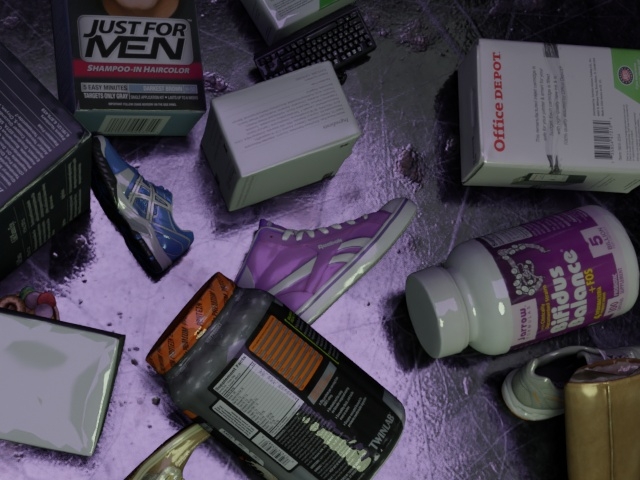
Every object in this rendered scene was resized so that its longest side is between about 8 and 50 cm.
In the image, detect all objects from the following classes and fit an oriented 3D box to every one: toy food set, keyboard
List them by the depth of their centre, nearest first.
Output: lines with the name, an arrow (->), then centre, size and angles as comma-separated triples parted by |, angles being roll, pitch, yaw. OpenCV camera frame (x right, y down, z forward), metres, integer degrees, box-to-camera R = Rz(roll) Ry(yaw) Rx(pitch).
toy food set -> -0.398, 0.105, 1.604 | 0.083, 0.020, 0.083 | -22, 81, -15
keyboard -> -0.001, -0.267, 1.750 | 0.180, 0.023, 0.108 | -29, 104, -12

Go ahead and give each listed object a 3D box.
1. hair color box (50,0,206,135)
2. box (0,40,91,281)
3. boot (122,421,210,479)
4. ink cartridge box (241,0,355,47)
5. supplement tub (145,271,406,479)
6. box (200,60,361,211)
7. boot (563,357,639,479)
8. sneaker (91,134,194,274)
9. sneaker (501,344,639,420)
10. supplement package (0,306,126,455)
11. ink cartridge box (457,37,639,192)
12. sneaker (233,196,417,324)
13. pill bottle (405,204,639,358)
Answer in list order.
hair color box -> -0.282, -0.341, 1.670 | 0.185, 0.113, 0.374 | -2, 76, -23
box -> -0.459, -0.046, 1.461 | 0.179, 0.343, 0.312 | 45, 73, 1
boot -> -0.185, 0.358, 1.552 | 0.165, 0.077, 0.213 | 45, 78, 3
ink cartridge box -> -0.060, -0.417, 1.757 | 0.153, 0.087, 0.208 | -29, 84, -15
supplement tub -> -0.061, 0.196, 1.536 | 0.316, 0.193, 0.193 | 41, 73, -6
box -> -0.060, -0.143, 1.641 | 0.182, 0.181, 0.119 | -21, 80, -14
boot -> 0.345, 0.308, 1.596 | 0.236, 0.089, 0.269 | -12, 110, -24
sneaker -> -0.257, -0.058, 1.646 | 0.081, 0.080, 0.211 | -32, 94, -22
sneaker -> 0.397, 0.192, 1.666 | 0.263, 0.121, 0.099 | -10, 65, -14
supplement package -> -0.360, 0.172, 1.488 | 0.194, 0.203, 0.149 | 13, 86, -6
ink cartridge box -> 0.351, -0.185, 1.760 | 0.273, 0.115, 0.198 | 2, 76, -10
sneaker -> 0.000, 0.000, 1.662 | 0.282, 0.102, 0.161 | -41, 83, -16
pill bottle -> 0.281, 0.065, 1.659 | 0.302, 0.169, 0.169 | -17, 80, -14
